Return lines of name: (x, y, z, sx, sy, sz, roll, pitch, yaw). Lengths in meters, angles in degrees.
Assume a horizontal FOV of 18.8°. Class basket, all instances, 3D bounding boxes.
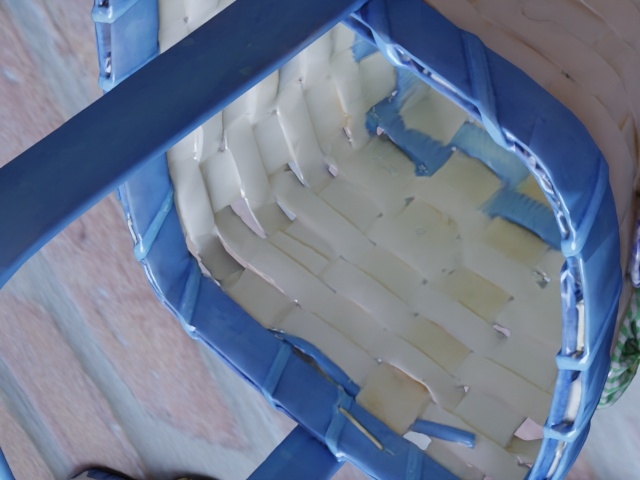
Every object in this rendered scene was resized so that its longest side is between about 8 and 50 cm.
basket: (0.000, 0.000, 0.613, 0.201, 0.289, 0.254, 38, 154, 24)

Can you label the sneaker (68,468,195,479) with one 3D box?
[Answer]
sneaker: (-0.145, 0.229, 1.272, 0.112, 0.131, 0.296, 49, 153, -10)
